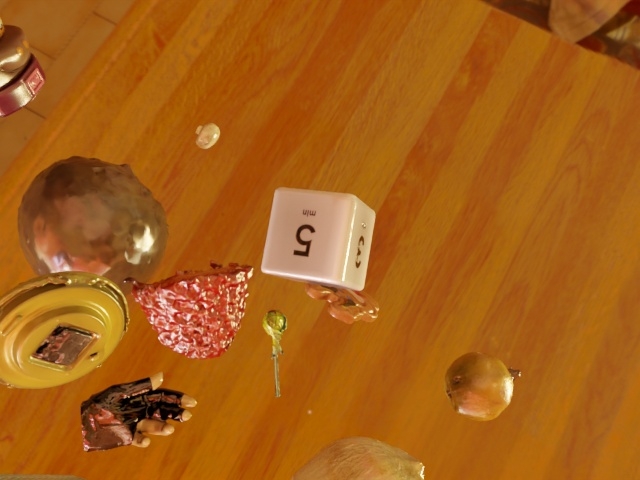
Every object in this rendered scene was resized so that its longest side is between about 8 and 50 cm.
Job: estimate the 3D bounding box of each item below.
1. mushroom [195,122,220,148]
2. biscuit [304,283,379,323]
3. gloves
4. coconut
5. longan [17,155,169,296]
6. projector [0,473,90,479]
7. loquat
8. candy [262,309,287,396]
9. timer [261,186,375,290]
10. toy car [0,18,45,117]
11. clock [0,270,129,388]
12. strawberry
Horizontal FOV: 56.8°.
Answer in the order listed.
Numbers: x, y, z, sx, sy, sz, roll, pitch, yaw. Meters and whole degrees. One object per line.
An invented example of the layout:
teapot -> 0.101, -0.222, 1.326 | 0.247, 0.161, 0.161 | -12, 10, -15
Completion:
mushroom -> -0.344, -0.318, 1.788 | 0.067, 0.083, 0.083 | 32, 75, -5
biscuit -> 0.087, 0.186, 1.884 | 0.202, 0.334, 0.047 | 40, 104, 28
gloves -> -0.485, 0.451, 1.570 | 0.301, 0.152, 0.197 | -2, 101, 1
coconut -> 0.131, 0.730, 1.635 | 0.405, 0.404, 0.404 | 0, 74, -1
longan -> -0.582, -0.029, 1.553 | 0.391, 0.391, 0.391 | 0, 74, -1
projector -> -0.253, 0.310, 0.508 | 0.099, 0.256, 0.192 | 15, 68, 4
loquat -> 0.518, 0.456, 1.878 | 0.246, 0.213, 0.213 | -15, 75, -8
candy -> -0.134, 0.341, 1.799 | 0.077, 0.073, 0.262 | 3, 75, -25
timer -> 0.000, 0.000, 1.338 | 0.194, 0.192, 0.195 | 8, 84, 21
toy car -> -0.804, -0.395, 1.303 | 0.341, 0.240, 0.271 | -5, 45, 10
clock -> -0.406, 0.154, 0.921 | 0.237, 0.237, 0.057 | -37, 50, -11
strawberry -> -0.230, 0.134, 1.095 | 0.234, 0.234, 0.178 | -10, 91, -4
